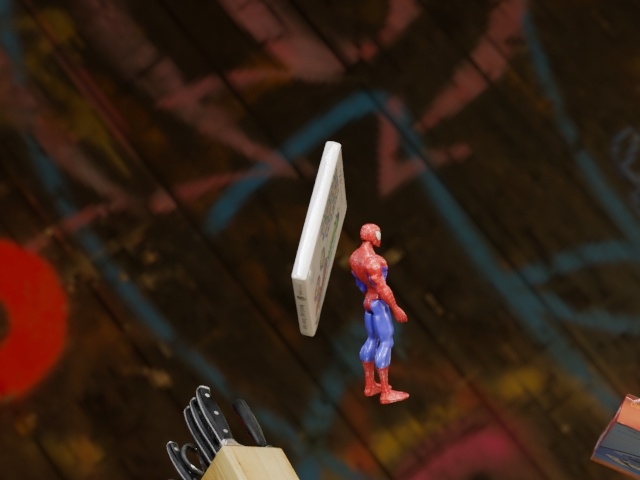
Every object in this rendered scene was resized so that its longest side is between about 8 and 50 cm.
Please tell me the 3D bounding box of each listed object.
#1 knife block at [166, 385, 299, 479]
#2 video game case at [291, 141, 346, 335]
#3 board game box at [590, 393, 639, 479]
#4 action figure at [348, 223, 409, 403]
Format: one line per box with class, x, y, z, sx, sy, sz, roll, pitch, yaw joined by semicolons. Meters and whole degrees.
knife block;-0.075;0.286;2.163;0.088;0.242;0.275;6;-9;-37
video game case;0.000;0.000;1.932;0.143;0.019;0.157;83;-161;-64
board game box;0.345;0.195;1.405;0.145;0.281;0.027;92;-158;-71
action figure;0.038;0.045;1.215;0.030;0.115;0.038;-14;16;-20
